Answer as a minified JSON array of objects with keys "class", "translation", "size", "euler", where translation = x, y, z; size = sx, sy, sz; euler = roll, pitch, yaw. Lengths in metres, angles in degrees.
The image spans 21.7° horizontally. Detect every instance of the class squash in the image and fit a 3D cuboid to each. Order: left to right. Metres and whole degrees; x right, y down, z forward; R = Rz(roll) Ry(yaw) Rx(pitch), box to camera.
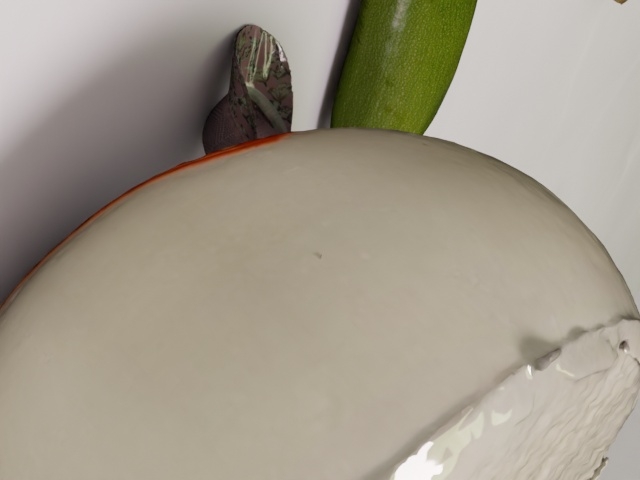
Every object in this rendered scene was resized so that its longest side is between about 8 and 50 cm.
[{"class":"squash","translation":[0.051,-0.116,0.976],"size":[0.066,0.066,0.252],"euler":[-44,160,-40]}]

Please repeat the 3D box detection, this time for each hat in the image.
[{"class":"hat","translation":[-0.041,-0.066,0.860],"size":[0.058,0.042,0.087],"euler":[-53,134,-58]}]

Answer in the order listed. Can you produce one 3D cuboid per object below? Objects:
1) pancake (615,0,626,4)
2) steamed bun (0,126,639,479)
[{"class":"pancake","translation":[0.293,-0.270,1.488],"size":[0.139,0.022,0.139],"euler":[-52,163,-23]},{"class":"steamed bun","translation":[-0.032,0.099,0.795],"size":[0.374,0.241,0.374],"euler":[-38,155,-21]}]
